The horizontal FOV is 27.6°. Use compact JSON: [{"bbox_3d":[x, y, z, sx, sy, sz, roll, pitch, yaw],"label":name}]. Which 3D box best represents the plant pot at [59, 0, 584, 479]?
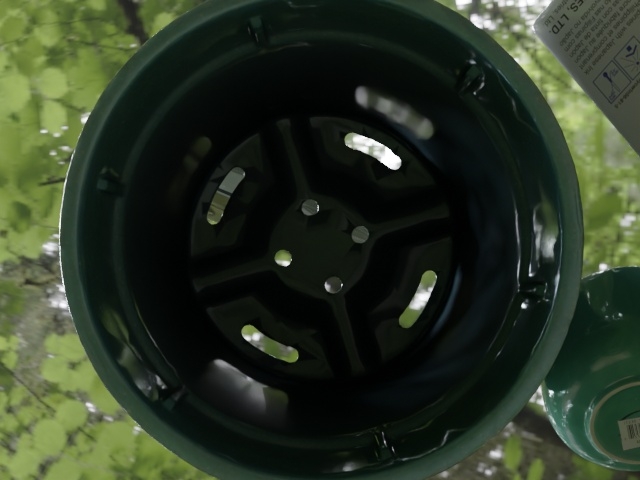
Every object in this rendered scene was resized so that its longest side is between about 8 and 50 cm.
[{"bbox_3d":[0.000,0.000,1.005,0.341,0.334,0.341,0,-91,0],"label":"plant pot"}]

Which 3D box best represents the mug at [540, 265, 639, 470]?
[{"bbox_3d":[0.226,0.088,0.907,0.129,0.097,0.158,25,-59,-12],"label":"mug"}]

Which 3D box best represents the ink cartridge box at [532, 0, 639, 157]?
[{"bbox_3d":[0.367,-0.100,0.869,0.151,0.270,0.395,-7,-125,-45],"label":"ink cartridge box"}]

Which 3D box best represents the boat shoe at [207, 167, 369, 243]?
[{"bbox_3d":[-0.063,-0.051,1.534,0.302,0.094,0.109,26,-138,-27],"label":"boat shoe"}]
